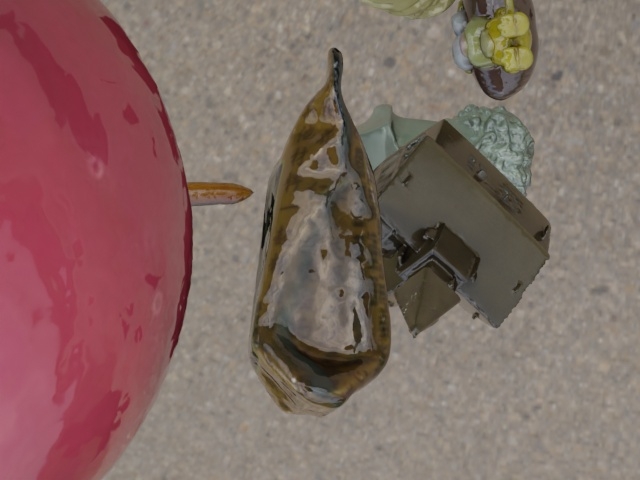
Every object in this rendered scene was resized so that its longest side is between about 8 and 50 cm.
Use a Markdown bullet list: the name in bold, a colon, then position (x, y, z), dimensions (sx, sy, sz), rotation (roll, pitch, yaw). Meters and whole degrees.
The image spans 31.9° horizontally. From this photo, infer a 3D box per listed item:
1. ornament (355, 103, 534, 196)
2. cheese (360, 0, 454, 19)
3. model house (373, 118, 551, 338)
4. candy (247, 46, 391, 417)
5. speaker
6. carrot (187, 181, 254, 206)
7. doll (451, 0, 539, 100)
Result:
- **ornament**: position (0.135, -0.114, 1.414), dimensions (0.285, 0.120, 0.130), rotation (4, 101, -16)
- **cheese**: position (0.094, -0.326, 1.078), dimensions (0.117, 0.226, 0.214), rotation (20, -179, 34)
- **model house**: position (0.100, 0.028, 1.100), dimensions (0.181, 0.248, 0.176), rotation (44, 123, -11)
- **candy**: position (0.000, 0.000, 0.852), dimensions (0.101, 0.271, 0.143), rotation (4, 163, -7)
- **speaker**: position (-0.193, -0.003, 0.446), dimensions (0.294, 0.294, 0.294), rotation (9, 132, 11)
- **carrot**: position (-0.164, -0.046, 1.186), dimensions (0.190, 0.037, 0.037), rotation (-8, 133, -13)
- **doll**: position (0.184, -0.228, 1.185), dimensions (0.096, 0.188, 0.145), rotation (-13, 82, 5)
